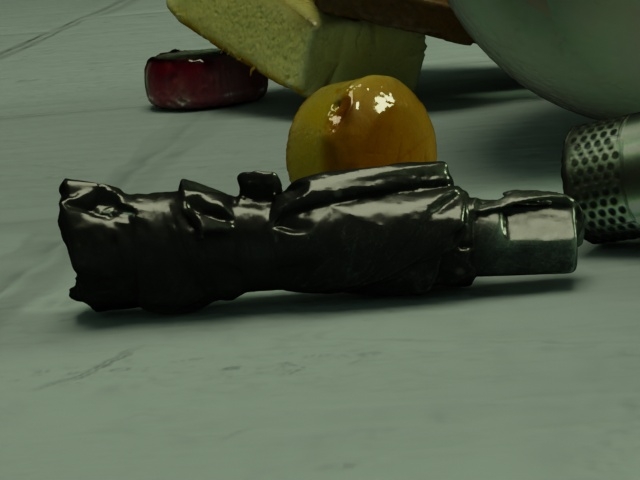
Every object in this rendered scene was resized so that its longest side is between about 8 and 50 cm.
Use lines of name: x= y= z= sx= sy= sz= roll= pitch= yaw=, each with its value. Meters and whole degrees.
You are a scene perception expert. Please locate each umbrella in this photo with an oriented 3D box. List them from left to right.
umbrella: x=0.000 y=0.000 z=0.834 sx=0.236 sy=0.059 sz=0.066 roll=-2 pitch=-30 yaw=3

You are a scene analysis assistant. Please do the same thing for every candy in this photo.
candy: x=-0.094 y=-0.135 z=1.519 sx=0.103 sy=0.043 sz=0.103 roll=-6 pitch=12 yaw=1

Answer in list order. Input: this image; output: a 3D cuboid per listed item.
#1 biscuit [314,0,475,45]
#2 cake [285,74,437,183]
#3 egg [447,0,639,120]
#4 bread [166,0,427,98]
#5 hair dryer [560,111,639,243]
biscuit: x=0.106 y=-0.187 z=1.433 sx=0.278 sy=0.043 sz=0.301 roll=26 pitch=18 yaw=32
cake: x=0.023 y=-0.044 z=0.963 sx=0.044 sy=0.084 sz=0.084 roll=4 pitch=15 yaw=45
egg: x=0.216 y=-0.222 z=1.124 sx=0.354 sy=0.354 sz=0.340 roll=4 pitch=32 yaw=37
bread: x=-0.018 y=-0.167 z=1.458 sx=0.125 sy=0.068 sz=0.188 roll=0 pitch=23 yaw=-41
hair dryer: x=0.310 y=-0.083 z=0.873 sx=0.320 sy=0.156 sz=0.284 roll=-6 pitch=20 yaw=39
